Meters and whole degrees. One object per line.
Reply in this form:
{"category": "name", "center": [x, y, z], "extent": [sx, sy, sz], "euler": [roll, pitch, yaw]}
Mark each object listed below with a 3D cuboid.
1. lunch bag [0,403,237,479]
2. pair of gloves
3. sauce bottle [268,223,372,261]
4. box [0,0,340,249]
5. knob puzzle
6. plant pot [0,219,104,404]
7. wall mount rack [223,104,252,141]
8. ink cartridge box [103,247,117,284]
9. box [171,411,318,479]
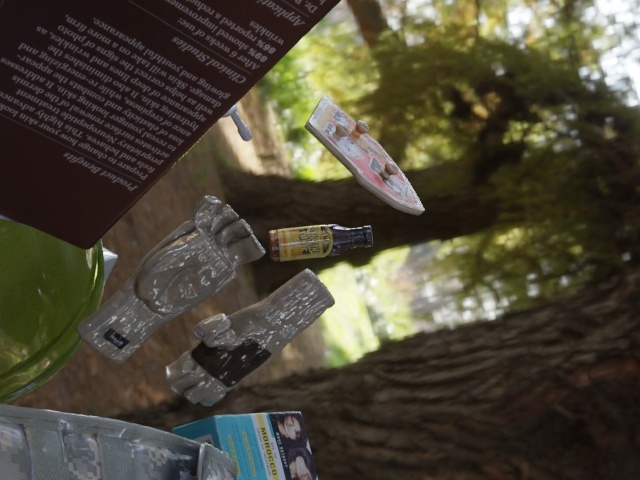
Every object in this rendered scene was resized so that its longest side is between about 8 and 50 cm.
{"category": "lunch bag", "center": [-0.151, 0.250, 0.691], "extent": [0.287, 0.169, 0.235], "euler": [21, 56, -44]}
{"category": "pair of gloves", "center": [-0.115, 0.074, 1.091], "extent": [0.240, 0.204, 0.042], "euler": [39, 11, -46]}
{"category": "sauce bottle", "center": [0.000, 0.000, 1.279], "extent": [0.042, 0.128, 0.042], "euler": [172, -90, -85]}
{"category": "box", "center": [-0.151, -0.172, 0.782], "extent": [0.191, 0.381, 0.143], "euler": [27, 36, -35]}
{"category": "knob puzzle", "center": [0.069, -0.108, 1.331], "extent": [0.213, 0.030, 0.213], "euler": [40, 19, -17]}
{"category": "plant pot", "center": [-0.406, -0.036, 1.084], "extent": [0.353, 0.366, 0.366], "euler": [119, -40, -62]}
{"category": "wall mount rack", "center": [-0.252, -0.225, 1.510], "extent": [0.304, 0.350, 0.130], "euler": [-24, 142, -55]}
{"category": "ink cartridge box", "center": [-0.436, 0.010, 1.284], "extent": [0.121, 0.289, 0.211], "euler": [-62, 172, 13]}
{"category": "box", "center": [-0.085, 0.264, 1.249], "extent": [0.244, 0.060, 0.100], "euler": [18, 54, -67]}
